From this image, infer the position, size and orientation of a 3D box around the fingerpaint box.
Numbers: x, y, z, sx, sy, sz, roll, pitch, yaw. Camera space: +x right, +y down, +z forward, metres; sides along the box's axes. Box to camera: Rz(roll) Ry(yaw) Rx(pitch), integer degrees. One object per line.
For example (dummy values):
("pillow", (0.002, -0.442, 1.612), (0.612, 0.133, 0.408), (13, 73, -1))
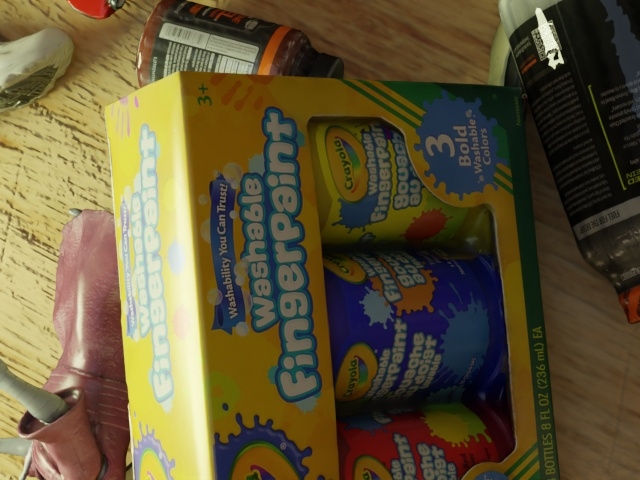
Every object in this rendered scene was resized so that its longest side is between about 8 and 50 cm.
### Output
("fingerpaint box", (0.018, 0.083, 1.406), (0.371, 0.163, 0.445), (-1, 83, -33))

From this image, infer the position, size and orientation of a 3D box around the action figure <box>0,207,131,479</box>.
("action figure", (-0.214, 0.153, 1.533), (0.275, 0.248, 0.370), (14, 76, -7))

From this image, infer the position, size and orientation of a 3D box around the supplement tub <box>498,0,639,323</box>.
("supplement tub", (0.308, -0.106, 1.443), (0.207, 0.207, 0.338), (-18, 82, 10))

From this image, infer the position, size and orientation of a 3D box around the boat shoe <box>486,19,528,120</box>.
("boat shoe", (0.193, -0.176, 1.557), (0.042, 0.049, 0.133), (13, 80, -16))

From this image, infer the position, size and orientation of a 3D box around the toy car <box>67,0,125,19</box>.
("toy car", (-0.158, -0.354, 1.636), (0.224, 0.053, 0.239), (-5, 85, 11))

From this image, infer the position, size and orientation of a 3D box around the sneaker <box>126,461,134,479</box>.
("sneaker", (-0.068, 0.204, 1.561), (0.262, 0.099, 0.121), (-38, 87, 14))

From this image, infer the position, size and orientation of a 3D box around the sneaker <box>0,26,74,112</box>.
("sneaker", (-0.374, -0.182, 1.649), (0.232, 0.090, 0.115), (-26, 78, 7))

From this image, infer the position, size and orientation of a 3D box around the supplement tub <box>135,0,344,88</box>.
("supplement tub", (-0.079, -0.174, 1.579), (0.197, 0.106, 0.106), (16, 89, 11))
